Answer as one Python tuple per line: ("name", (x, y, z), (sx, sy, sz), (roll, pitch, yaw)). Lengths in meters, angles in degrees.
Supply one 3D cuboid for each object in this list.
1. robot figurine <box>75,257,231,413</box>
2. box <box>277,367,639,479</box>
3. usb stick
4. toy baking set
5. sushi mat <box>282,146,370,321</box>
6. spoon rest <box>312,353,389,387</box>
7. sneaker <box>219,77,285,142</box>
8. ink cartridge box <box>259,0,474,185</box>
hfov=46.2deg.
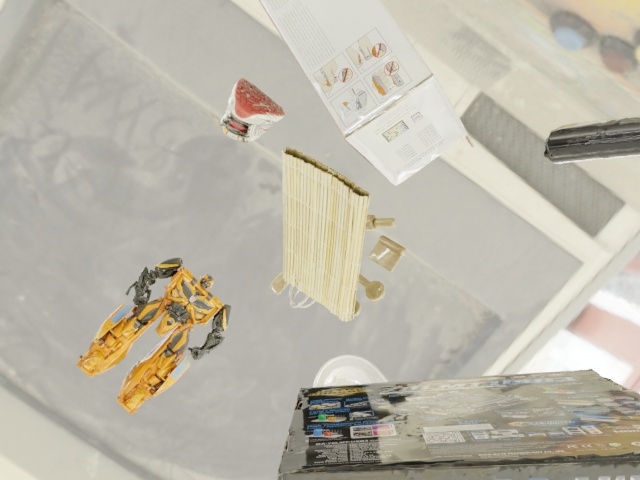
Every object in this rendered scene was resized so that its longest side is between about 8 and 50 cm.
("robot figurine", (-0.305, 0.174, 1.426), (0.211, 0.291, 0.085), (45, 167, -9))
("box", (0.122, 0.165, 0.593), (0.296, 0.073, 0.293), (-3, 178, 0))
("usb stick", (0.392, -0.124, 0.858), (0.278, 0.077, 0.045), (-1, 109, 46))
("toy baking set", (0.027, 0.038, 1.357), (0.256, 0.196, 0.030), (4, 153, 31))
("sushi mat", (0.000, 0.000, 1.187), (0.151, 0.019, 0.316), (32, 145, 22))
("spoon rest", (0.114, 0.307, 1.385), (0.276, 0.137, 0.084), (22, 170, 16))
("sneaker", (-0.112, -0.194, 1.198), (0.088, 0.092, 0.225), (39, -175, -3))
("ink cartridge box", (0.056, -0.243, 1.016), (0.309, 0.130, 0.272), (61, -167, 22))
